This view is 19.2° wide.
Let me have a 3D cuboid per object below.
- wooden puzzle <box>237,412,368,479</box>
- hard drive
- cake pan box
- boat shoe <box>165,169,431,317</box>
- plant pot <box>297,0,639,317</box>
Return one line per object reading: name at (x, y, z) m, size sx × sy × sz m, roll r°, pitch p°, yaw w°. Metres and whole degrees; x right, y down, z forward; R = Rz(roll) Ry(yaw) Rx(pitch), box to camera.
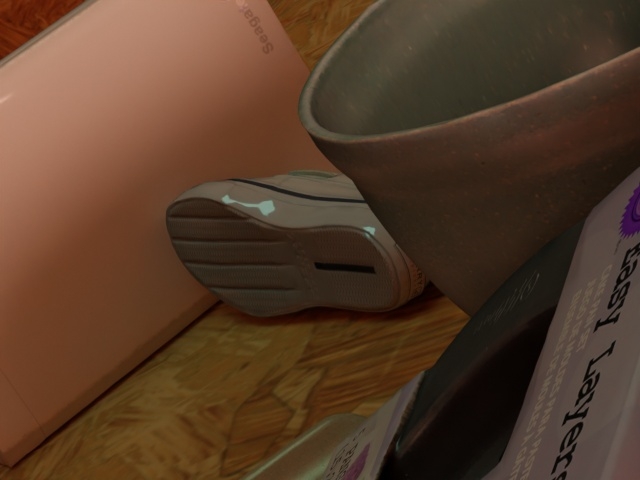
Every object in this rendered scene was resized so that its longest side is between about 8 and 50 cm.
wooden puzzle at (-0.015, 0.169, 0.730) m, size 0.221 × 0.044 × 0.238 m, roll -36°, pitch 23°, yaw -13°
hard drive at (-0.134, -0.033, 1.184) m, size 0.307 × 0.203 × 0.040 m, roll -39°, pitch 18°, yaw -21°
cake pan box at (0.042, 0.114, 0.513) m, size 0.246 × 0.070 × 0.267 m, roll -45°, pitch 14°, yaw 50°
boat shoe at (0.000, 0.000, 1.109) m, size 0.075 × 0.083 × 0.226 m, roll -29°, pitch 25°, yaw -33°
plant pot at (0.165, -0.041, 0.730) m, size 0.293 × 0.196 × 0.293 m, roll -28°, pitch 17°, yaw 10°
